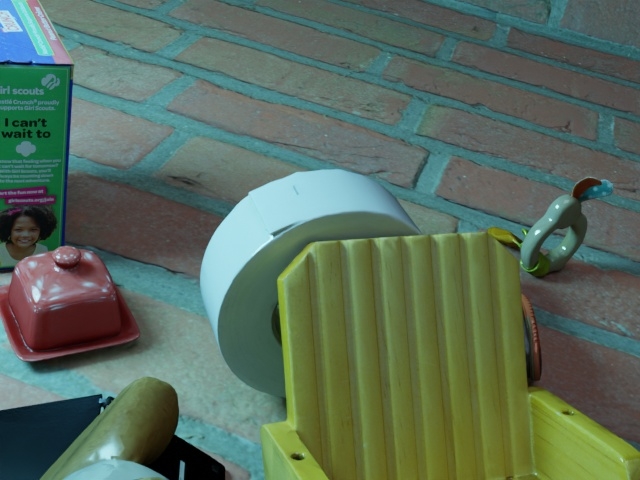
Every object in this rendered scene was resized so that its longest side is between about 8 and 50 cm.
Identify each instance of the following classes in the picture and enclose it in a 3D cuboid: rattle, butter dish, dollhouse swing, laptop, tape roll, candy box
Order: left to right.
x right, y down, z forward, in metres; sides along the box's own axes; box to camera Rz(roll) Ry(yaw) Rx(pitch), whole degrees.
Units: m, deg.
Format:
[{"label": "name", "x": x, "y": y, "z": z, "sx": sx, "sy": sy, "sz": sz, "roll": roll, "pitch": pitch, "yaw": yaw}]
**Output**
[{"label": "candy box", "x": -0.437, "y": -0.161, "z": 1.220, "sx": 0.122, "sy": 0.317, "sz": 0.268, "roll": -6, "pitch": 38, "yaw": -26}, {"label": "butter dish", "x": -0.325, "y": 0.060, "z": 1.107, "sx": 0.159, "sy": 0.118, "sz": 0.160, "roll": -10, "pitch": 39, "yaw": -29}, {"label": "laptop", "x": -0.233, "y": 0.283, "z": 0.850, "sx": 0.264, "sy": 0.136, "sz": 0.234, "roll": 39, "pitch": 22, "yaw": -27}, {"label": "tape roll", "x": -0.001, "y": 0.057, "z": 1.063, "sx": 0.286, "sy": 0.286, "sz": 0.100, "roll": -2, "pitch": 34, "yaw": -20}, {"label": "dollhouse swing", "x": 0.137, "y": 0.171, "z": 0.880, "sx": 0.346, "sy": 0.305, "sz": 0.315, "roll": -3, "pitch": 13, "yaw": -20}, {"label": "rattle", "x": 0.375, "y": -0.052, "z": 1.423, "sx": 0.130, "sy": 0.200, "sz": 0.143, "roll": 1, "pitch": 35, "yaw": -17}]

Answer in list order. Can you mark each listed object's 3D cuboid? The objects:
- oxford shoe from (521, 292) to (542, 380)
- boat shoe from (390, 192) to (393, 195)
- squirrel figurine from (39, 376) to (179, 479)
[{"label": "oxford shoe", "x": 0.251, "y": 0.112, "z": 1.260, "sx": 0.098, "sy": 0.097, "sz": 0.271, "roll": -12, "pitch": 31, "yaw": 0}, {"label": "boat shoe", "x": 0.000, "y": 0.000, "z": 1.317, "sx": 0.319, "sy": 0.099, "sz": 0.116, "roll": -20, "pitch": 45, "yaw": -39}, {"label": "squirrel figurine", "x": -0.103, "y": 0.361, "z": 0.593, "sx": 0.370, "sy": 0.397, "sz": 0.281, "roll": 46, "pitch": -12, "yaw": -12}]
